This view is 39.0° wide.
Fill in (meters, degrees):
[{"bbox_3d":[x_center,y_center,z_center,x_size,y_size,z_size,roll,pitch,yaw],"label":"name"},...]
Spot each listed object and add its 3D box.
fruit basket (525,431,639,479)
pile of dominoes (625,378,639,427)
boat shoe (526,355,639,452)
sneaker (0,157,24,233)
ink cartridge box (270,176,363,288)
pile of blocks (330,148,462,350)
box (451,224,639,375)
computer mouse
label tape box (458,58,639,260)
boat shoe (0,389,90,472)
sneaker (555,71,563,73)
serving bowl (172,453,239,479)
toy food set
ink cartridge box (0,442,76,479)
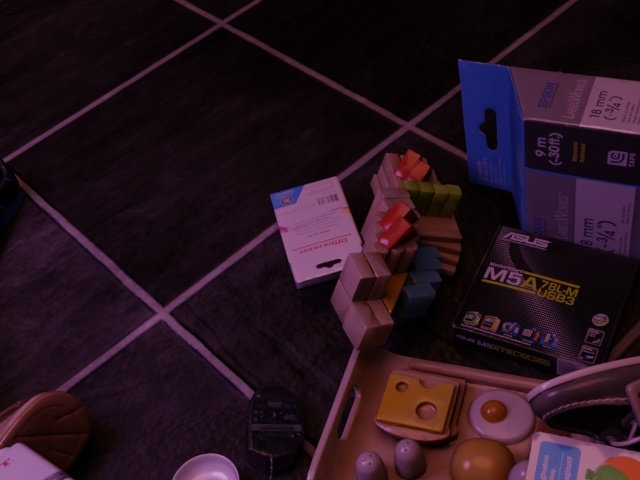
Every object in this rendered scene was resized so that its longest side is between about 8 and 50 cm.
[{"bbox_3d":[0.329,0.351,0.762,0.353,0.165,0.327,11,70,15],"label":"fruit basket"},{"bbox_3d":[0.431,0.222,0.880,0.196,0.040,0.251,-22,92,-11],"label":"pile of dominoes"},{"bbox_3d":[0.380,0.180,0.943,0.335,0.112,0.095,0,58,-18],"label":"boat shoe"},{"bbox_3d":[-0.535,-0.031,1.404,0.081,0.090,0.232,-2,47,10],"label":"sneaker"},{"bbox_3d":[0.000,0.000,1.277,0.104,0.061,0.181,-16,46,-2],"label":"ink cartridge box"},{"bbox_3d":[0.122,-0.009,1.175,0.149,0.112,0.362,21,41,1],"label":"pile of blocks"},{"bbox_3d":[0.288,0.077,1.154,0.191,0.045,0.184,16,56,24],"label":"box"},{"bbox_3d":[-0.057,0.278,1.057,0.071,0.041,0.242,5,52,-5],"label":"computer mouse"},{"bbox_3d":[0.331,-0.093,1.168,0.334,0.240,0.106,11,53,23],"label":"label tape box"},{"bbox_3d":[-0.425,0.309,1.067,0.123,0.123,0.342,5,49,52],"label":"boat shoe"},{"bbox_3d":[0.330,-0.195,1.382,0.077,0.072,0.178,1,42,27],"label":"sneaker"},{"bbox_3d":[-0.132,0.293,1.059,0.083,0.027,0.083,-7,46,7],"label":"serving bowl"},{"bbox_3d":[0.161,0.214,1.022,0.306,0.092,0.219,8,50,19],"label":"toy food set"},{"bbox_3d":[-0.305,0.350,0.889,0.223,0.129,0.307,-37,27,-30],"label":"ink cartridge box"}]
